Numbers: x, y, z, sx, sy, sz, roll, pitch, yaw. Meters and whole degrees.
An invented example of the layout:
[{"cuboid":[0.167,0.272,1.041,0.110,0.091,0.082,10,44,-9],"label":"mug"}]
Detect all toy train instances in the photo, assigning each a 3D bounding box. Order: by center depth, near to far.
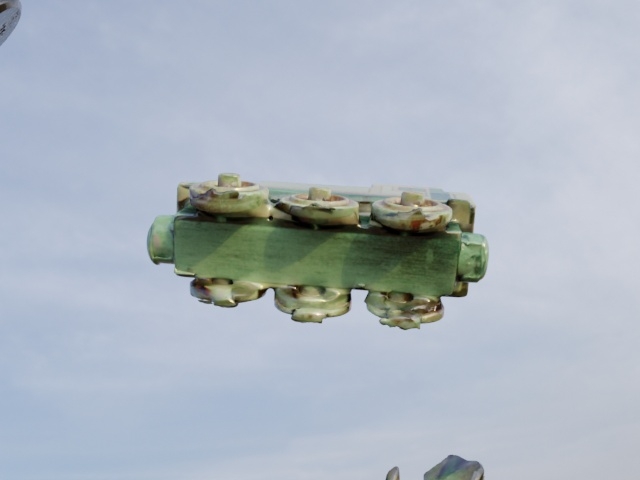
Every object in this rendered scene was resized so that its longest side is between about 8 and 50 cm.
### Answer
[{"cuboid":[0.000,0.000,0.521,0.194,0.080,0.125,5,10,5],"label":"toy train"}]

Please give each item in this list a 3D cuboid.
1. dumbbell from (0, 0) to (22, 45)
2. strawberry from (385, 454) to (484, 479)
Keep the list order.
[{"cuboid":[-0.605,-0.399,1.379,0.152,0.218,0.152,-45,7,7],"label":"dumbbell"},{"cuboid":[0.074,0.281,0.625,0.188,0.106,0.286,-14,20,27],"label":"strawberry"}]
